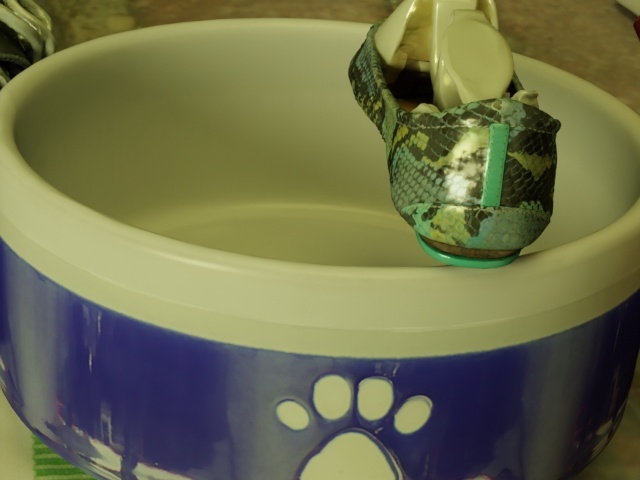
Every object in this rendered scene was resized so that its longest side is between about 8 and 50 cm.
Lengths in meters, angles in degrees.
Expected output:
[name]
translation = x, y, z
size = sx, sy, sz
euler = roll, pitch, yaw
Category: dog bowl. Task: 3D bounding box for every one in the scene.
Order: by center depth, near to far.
[dog bowl]
translation = 0.000, 0.000, 0.651
size = 0.264, 0.104, 0.265
euler = 4, 25, -2

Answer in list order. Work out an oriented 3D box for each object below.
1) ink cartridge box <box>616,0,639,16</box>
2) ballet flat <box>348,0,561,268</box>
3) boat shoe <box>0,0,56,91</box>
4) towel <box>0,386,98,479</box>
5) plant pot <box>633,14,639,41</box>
[ink cartridge box]
translation = 0.308, -0.139, 0.904
size = 0.172, 0.100, 0.237
euler = -21, 46, -27
[ballet flat]
translation = 0.049, -0.057, 0.582
size = 0.070, 0.070, 0.188
euler = -1, 26, -8
[boat shoe]
translation = -0.179, -0.079, 0.769
size = 0.104, 0.113, 0.306
euler = 13, 42, -1
[towel]
translation = -0.107, 0.110, 0.565
size = 0.324, 0.038, 0.248
euler = -3, 27, -11
[plant pot]
translation = 0.317, -0.043, 0.611
size = 0.267, 0.267, 0.236
euler = -8, 74, -18
